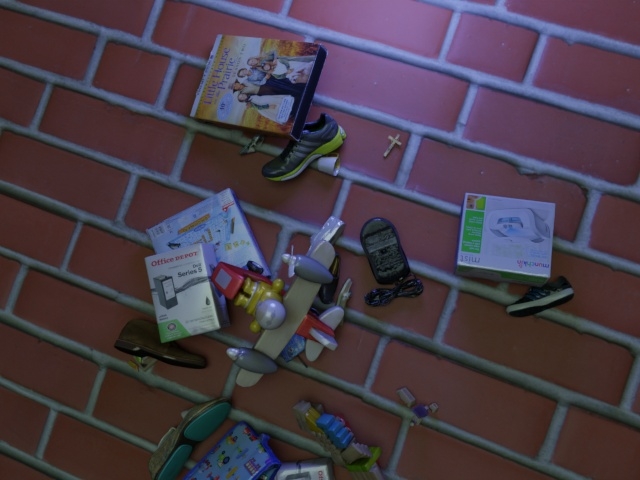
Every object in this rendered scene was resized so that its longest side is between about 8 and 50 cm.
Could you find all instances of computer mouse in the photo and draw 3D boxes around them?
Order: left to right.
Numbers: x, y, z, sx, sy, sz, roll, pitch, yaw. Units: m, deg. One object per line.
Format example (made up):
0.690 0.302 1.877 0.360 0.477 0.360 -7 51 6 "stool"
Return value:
0.199 0.059 1.834 0.188 0.072 0.273 -16 94 5 "computer mouse"

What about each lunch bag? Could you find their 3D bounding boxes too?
-0.259 0.704 1.768 0.293 0.138 0.221 -53 38 -6 "lunch bag"

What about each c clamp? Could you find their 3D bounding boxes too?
-0.043 0.302 1.870 0.137 0.022 0.161 40 93 16 "c clamp"

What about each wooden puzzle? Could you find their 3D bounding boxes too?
-0.586 0.391 1.950 0.078 0.014 0.116 42 92 10 "wooden puzzle"

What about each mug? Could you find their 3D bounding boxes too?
0.027 -0.248 1.900 0.064 0.078 0.062 13 119 19 "mug"

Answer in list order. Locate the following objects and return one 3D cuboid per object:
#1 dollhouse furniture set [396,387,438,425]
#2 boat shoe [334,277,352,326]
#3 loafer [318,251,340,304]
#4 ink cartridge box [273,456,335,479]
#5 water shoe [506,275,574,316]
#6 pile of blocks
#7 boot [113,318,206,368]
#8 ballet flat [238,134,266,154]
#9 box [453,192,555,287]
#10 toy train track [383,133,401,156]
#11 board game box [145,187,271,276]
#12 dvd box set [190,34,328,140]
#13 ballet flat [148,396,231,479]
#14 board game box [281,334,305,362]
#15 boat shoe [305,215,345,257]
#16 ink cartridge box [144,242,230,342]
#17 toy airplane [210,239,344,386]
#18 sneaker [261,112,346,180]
0.286 0.509 1.801 0.114 0.090 0.081 49 136 32 "dollhouse furniture set"
0.074 0.194 1.844 0.048 0.056 0.153 21 91 4 "boat shoe"
0.030 0.118 1.845 0.062 0.061 0.170 5 87 -23 "loafer"
-0.065 0.765 1.790 0.217 0.092 0.159 -10 83 6 "ink cartridge box"
0.651 0.169 1.756 0.203 0.073 0.080 -18 56 7 "water shoe"
0.083 0.596 1.764 0.362 0.112 0.149 44 134 8 "pile of blocks"
-0.508 0.338 1.903 0.305 0.112 0.115 16 62 4 "boot"
-0.224 -0.319 1.951 0.041 0.041 0.114 45 93 10 "ballet flat"
0.541 0.001 1.734 0.261 0.127 0.231 9 73 10 "box"
0.230 -0.307 1.889 0.048 0.014 0.083 35 96 4 "toy train track"
-0.368 0.040 1.922 0.318 0.066 0.318 -25 82 6 "board game box"
-0.207 -0.502 1.886 0.420 0.062 0.308 17 86 29 "dvd box set"
-0.428 0.613 1.862 0.123 0.123 0.349 38 89 11 "ballet flat"
-0.097 0.326 1.859 0.090 0.020 0.090 -38 76 9 "board game box"
0.000 0.000 1.872 0.063 0.066 0.184 38 94 25 "boat shoe"
-0.415 0.161 1.826 0.198 0.115 0.273 -15 84 8 "ink cartridge box"
-0.113 0.219 1.718 0.384 0.272 0.387 -12 92 5 "toy airplane"
-0.069 -0.304 1.867 0.299 0.121 0.111 -35 45 0 "sneaker"
